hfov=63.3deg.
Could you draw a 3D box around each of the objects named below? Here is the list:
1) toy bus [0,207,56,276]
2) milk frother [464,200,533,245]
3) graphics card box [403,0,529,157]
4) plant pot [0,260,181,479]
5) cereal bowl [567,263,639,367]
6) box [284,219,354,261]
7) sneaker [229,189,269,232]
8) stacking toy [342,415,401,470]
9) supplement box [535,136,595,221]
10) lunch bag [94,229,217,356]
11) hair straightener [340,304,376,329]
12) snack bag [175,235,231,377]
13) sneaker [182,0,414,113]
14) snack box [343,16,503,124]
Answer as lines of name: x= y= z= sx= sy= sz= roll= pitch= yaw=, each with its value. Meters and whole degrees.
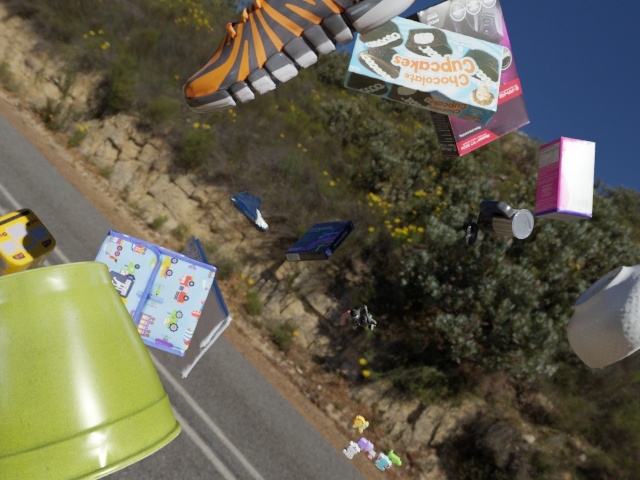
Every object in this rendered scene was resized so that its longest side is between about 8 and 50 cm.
toy bus: x=-0.694 y=0.052 z=1.106 sx=0.130 sy=0.333 sz=0.108 roll=52 pitch=38 yaw=-5
milk frother: x=0.504 y=-0.034 z=1.489 sx=0.129 sy=0.143 sz=0.135 roll=24 pitch=-4 yaw=-27
graphics card box: x=0.373 y=-0.424 z=1.317 sx=0.370 sy=0.233 sz=0.094 roll=68 pitch=-13 yaw=-17
plant pot: x=-0.482 y=0.232 z=0.957 sx=0.366 sy=0.367 sz=0.352 roll=36 pitch=39 yaw=-84
cereal bowl: x=0.779 y=0.172 z=1.359 sx=0.141 sy=0.339 sz=0.339 roll=47 pitch=2 yaw=14
box: x=0.000 y=0.000 z=1.292 sx=0.116 sy=0.162 sz=0.029 roll=-4 pitch=-65 yaw=33
sneaker: x=-0.221 y=-0.106 z=1.725 sx=0.190 sy=0.083 sz=0.071 roll=45 pitch=-19 yaw=27
stacking toy: x=0.178 y=0.701 z=1.710 sx=0.221 sy=0.052 sz=0.167 roll=42 pitch=20 yaw=3
supplement box: x=0.710 y=-0.175 z=1.509 sx=0.111 sy=0.219 sz=0.114 roll=8 pitch=-6 yaw=-10
lunch bag: x=-0.424 y=0.118 z=1.240 sx=0.294 sy=0.220 sz=0.138 roll=20 pitch=-5 yaw=-9
hair straightener: x=0.114 y=0.216 z=1.450 sx=0.089 sy=0.047 sz=0.230 roll=17 pitch=-21 yaw=-1
snack bag: x=-0.420 y=0.212 z=1.645 sx=0.037 sy=0.342 sz=0.323 roll=3 pitch=47 yaw=-44
sneaker: x=-0.061 y=-0.293 z=0.617 sx=0.180 sy=0.321 sz=0.124 roll=56 pitch=15 yaw=-28
snack box: x=0.227 y=-0.379 z=1.130 sx=0.322 sy=0.187 sz=0.060 roll=15 pitch=-23 yaw=-2
